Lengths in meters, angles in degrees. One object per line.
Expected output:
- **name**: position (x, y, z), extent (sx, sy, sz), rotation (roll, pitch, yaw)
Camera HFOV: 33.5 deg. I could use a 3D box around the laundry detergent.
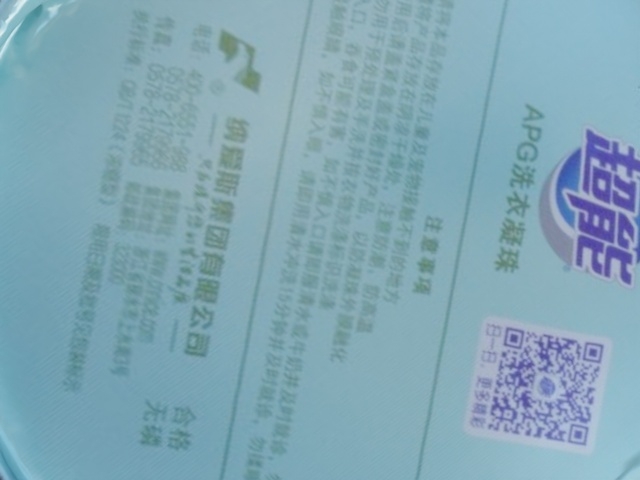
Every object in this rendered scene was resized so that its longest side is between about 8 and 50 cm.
- **laundry detergent**: position (0.000, 0.000, 0.493), extent (0.287, 0.287, 0.305), rotation (58, -5, -5)
